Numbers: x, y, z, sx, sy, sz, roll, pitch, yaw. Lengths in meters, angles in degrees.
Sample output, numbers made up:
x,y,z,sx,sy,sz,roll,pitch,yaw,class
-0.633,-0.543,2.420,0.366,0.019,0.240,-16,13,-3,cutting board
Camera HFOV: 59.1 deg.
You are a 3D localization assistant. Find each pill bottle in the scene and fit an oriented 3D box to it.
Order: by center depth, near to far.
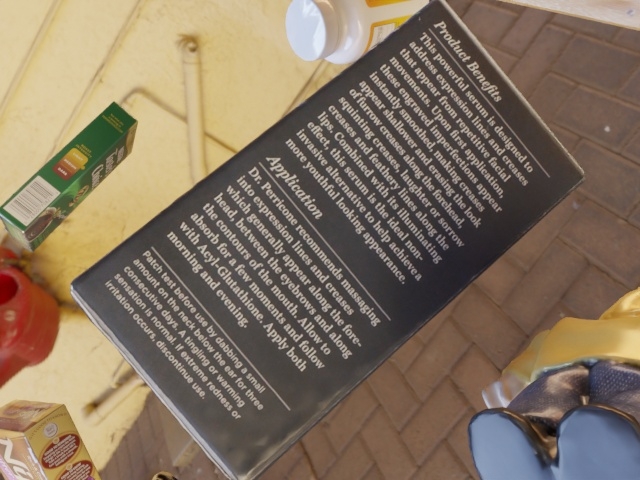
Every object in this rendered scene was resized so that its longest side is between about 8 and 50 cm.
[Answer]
x,y,z,sx,sy,sz,roll,pitch,yaw,class
0.064,-0.387,0.986,0.136,0.246,0.136,30,133,39,pill bottle

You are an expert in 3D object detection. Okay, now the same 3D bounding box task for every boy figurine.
x,y,z,sx,sy,sz,roll,pitch,yaw,class
0.209,0.103,0.409,0.177,0.285,0.092,-18,87,40,boy figurine

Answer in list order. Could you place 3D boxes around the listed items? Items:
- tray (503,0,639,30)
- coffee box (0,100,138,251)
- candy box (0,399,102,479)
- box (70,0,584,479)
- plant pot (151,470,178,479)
x,y,z,sx,sy,sz,roll,pitch,yaw,class
0.045,-0.264,0.318,0.411,0.076,0.202,27,128,29,tray
-0.295,-0.075,0.672,0.184,0.040,0.113,-54,11,-24,coffee box
-0.289,0.267,0.616,0.109,0.053,0.186,-8,109,36,candy box
0.000,0.000,0.590,0.395,0.212,0.293,-40,2,-11,box
-0.176,0.285,0.423,0.167,0.165,0.166,18,112,53,plant pot
